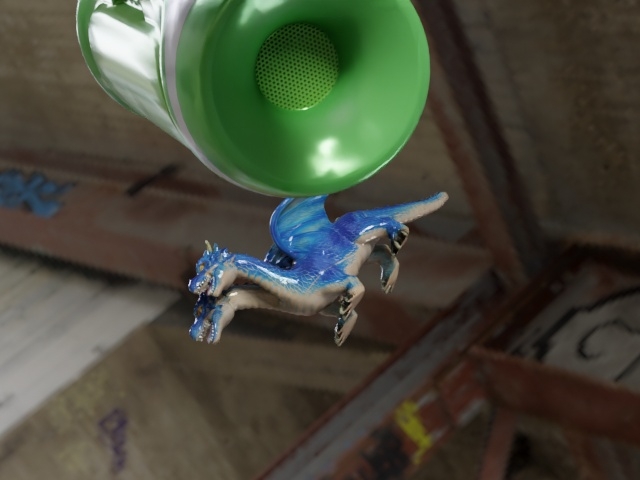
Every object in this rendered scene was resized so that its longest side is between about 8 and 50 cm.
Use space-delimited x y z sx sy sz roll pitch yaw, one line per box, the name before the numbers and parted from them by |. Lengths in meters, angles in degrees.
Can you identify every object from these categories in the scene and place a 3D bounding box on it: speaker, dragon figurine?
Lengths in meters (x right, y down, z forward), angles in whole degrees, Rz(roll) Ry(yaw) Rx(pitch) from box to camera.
speaker | -0.048 -0.105 0.838 0.131 0.131 0.296 62 -10 -21
dragon figurine | 0.000 0.000 1.468 0.144 0.289 0.085 33 -32 16
